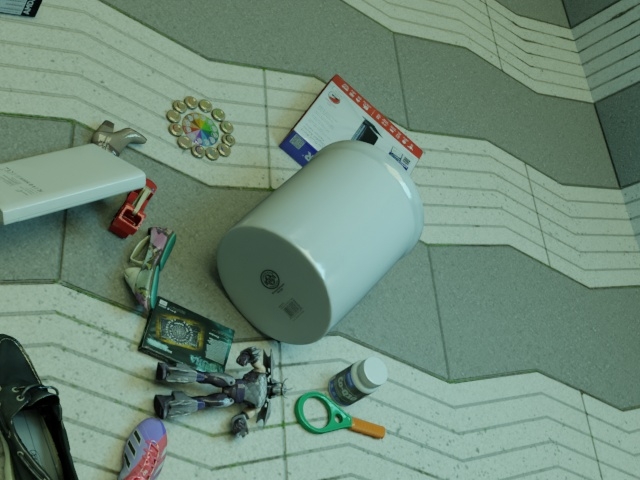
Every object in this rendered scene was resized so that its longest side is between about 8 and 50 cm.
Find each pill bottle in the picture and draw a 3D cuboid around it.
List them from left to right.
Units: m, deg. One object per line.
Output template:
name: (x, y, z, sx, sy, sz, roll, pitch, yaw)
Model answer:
pill bottle: (0.084, 0.313, 1.813, 0.078, 0.137, 0.078, 19, 53, -26)

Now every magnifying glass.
magnifying glass: (0.045, 0.400, 1.811, 0.231, 0.026, 0.092, 21, 52, -23)

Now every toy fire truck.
toy fire truck: (-0.388, -0.073, 1.707, 0.047, 0.135, 0.192, 34, 48, -15)

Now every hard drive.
hard drive: (-0.534, -0.118, 1.616, 0.203, 0.040, 0.307, 28, 34, 35)

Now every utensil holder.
utensil holder: (0.000, 0.000, 1.825, 0.328, 0.327, 0.385, 49, 48, -1)

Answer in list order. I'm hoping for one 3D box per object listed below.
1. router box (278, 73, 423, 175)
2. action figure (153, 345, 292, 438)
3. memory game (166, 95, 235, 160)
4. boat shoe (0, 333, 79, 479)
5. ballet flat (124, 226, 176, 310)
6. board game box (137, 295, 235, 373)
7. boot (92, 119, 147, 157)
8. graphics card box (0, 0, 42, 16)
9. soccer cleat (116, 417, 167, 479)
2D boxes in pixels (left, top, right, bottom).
router box: (0.092, -0.249, 2.217, 0.335, 0.082, 0.301, 40, 46, -9)
action figure: (-0.187, 0.303, 1.631, 0.285, 0.099, 0.185, 4, 84, -25)
memory game: (-0.291, -0.277, 1.996, 0.186, 0.012, 0.186, 19, 53, -27)
boat shoe: (-0.488, 0.301, 1.383, 0.127, 0.113, 0.340, 19, 46, -56)
ballet flat: (-0.362, 0.055, 1.697, 0.079, 0.077, 0.222, 10, 46, -2)
board game box: (-0.275, 0.207, 1.689, 0.186, 0.026, 0.126, 28, 50, -20)
boot: (-0.453, -0.215, 1.820, 0.118, 0.042, 0.087, 22, 58, -23)
graphics card box: (-0.811, -0.626, 1.773, 0.370, 0.094, 0.233, -4, 65, -37)
soccer cleat: (-0.328, 0.425, 1.462, 0.083, 0.095, 0.248, 34, 48, -15)
